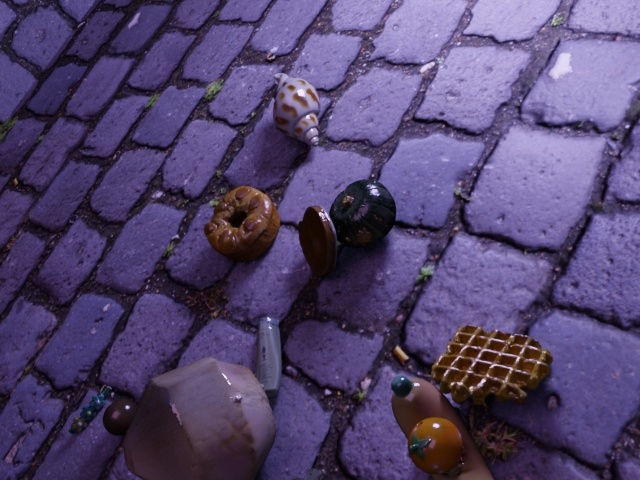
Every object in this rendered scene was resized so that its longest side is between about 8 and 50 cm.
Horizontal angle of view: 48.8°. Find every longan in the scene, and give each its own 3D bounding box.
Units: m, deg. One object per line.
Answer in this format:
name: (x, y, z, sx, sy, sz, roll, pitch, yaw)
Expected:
longan: (-0.552, 0.487, 1.952, 0.113, 0.092, 0.113, -42, 29, 30)

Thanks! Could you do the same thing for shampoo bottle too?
shampoo bottle: (-0.137, 0.301, 1.833, 0.072, 0.049, 0.212, -24, 51, 23)

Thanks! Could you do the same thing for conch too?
conch: (-0.074, -0.403, 2.184, 0.149, 0.182, 0.274, -1, 62, -4)

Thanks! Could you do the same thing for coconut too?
coconut: (-0.292, 0.457, 1.667, 0.353, 0.352, 0.352, -16, 54, 23)

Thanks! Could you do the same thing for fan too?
fan: (-0.029, 0.553, 1.632, 0.083, 0.004, 0.055, -2, 60, 32)

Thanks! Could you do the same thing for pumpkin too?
pumpkin: (0.108, -0.069, 1.850, 0.190, 0.146, 0.190, -20, 64, 48)

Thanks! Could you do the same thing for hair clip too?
hair clip: (-0.673, 0.492, 2.055, 0.049, 0.049, 0.173, 28, 77, 41)

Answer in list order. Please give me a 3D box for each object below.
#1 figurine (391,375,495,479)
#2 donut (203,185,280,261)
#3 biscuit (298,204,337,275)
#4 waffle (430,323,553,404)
figurine: (0.244, 0.413, 1.404, 0.124, 0.222, 0.324, -34, 48, 6)
donut: (-0.227, -0.046, 2.073, 0.227, 0.114, 0.226, -16, 53, 23)
biscuit: (0.000, 0.000, 1.865, 0.049, 0.208, 0.181, -12, 67, -23)
waffle: (0.352, 0.269, 1.465, 0.229, 0.057, 0.219, 8, 32, 36)
